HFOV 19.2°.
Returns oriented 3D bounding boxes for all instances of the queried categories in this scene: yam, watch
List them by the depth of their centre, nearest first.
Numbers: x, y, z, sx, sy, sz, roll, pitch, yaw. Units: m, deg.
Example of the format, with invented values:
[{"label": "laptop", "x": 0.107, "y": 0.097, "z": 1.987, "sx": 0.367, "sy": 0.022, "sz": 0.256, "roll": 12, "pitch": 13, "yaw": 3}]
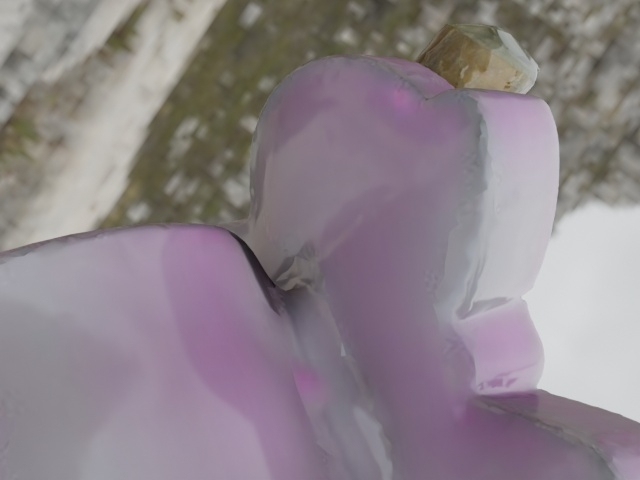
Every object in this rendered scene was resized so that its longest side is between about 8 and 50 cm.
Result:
[{"label": "watch", "x": -0.056, "y": 0.081, "z": 0.537, "sx": 0.217, "sy": 0.211, "sz": 0.248, "roll": -11, "pitch": 162, "yaw": -35}, {"label": "yam", "x": 0.000, "y": 0.000, "z": 1.017, "sx": 0.299, "sy": 0.066, "sz": 0.066, "roll": -45, "pitch": -178, "yaw": 7}]
